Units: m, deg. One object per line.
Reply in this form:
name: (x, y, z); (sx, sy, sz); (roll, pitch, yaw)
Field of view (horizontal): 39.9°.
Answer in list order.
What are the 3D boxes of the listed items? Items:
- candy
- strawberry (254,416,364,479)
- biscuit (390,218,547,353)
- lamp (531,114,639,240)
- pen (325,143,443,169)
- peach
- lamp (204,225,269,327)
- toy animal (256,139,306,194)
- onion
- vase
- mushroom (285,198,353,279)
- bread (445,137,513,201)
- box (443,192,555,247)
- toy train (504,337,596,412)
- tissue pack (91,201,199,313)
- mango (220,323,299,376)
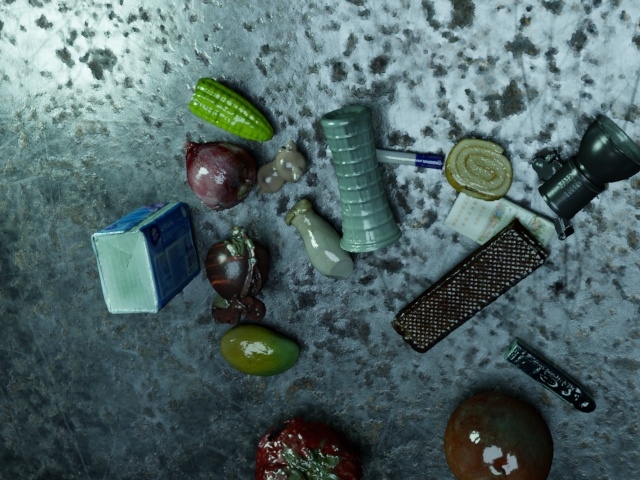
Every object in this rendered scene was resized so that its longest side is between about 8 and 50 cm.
candy: (-0.198, -0.287, 1.995); (0.209, 0.097, 0.097); (30, 111, -2)
strawberry: (-0.037, 0.574, 2.160); (0.274, 0.220, 0.274); (-1, 66, 2)
biscuit: (0.326, 0.109, 1.972); (0.107, 0.073, 0.388); (46, 117, -2)
lamp: (0.541, -0.137, 1.842); (0.172, 0.147, 0.227); (50, 119, 10)
pen: (0.141, -0.187, 1.970); (0.269, 0.033, 0.033); (7, 108, 12)
peach: (0.404, 0.468, 1.998); (0.252, 0.252, 0.252); (4, 107, 13)
lamp: (-0.205, 0.083, 2.072); (0.151, 0.215, 0.223); (17, 77, -24)
toy animal: (-0.090, -0.156, 2.011); (0.150, 0.089, 0.083); (-38, 98, 30)
onion: (-0.242, -0.165, 2.016); (0.195, 0.159, 0.159); (40, 112, 17)
vase: (0.081, -0.136, 1.921); (0.143, 0.143, 0.299); (-7, 112, 16)
mushroom: (-0.001, 0.001, 2.027); (0.088, 0.097, 0.212); (-32, 87, -6)
bread: (0.343, -0.154, 1.892); (0.149, 0.073, 0.122); (20, 86, 6)
box: (0.396, -0.036, 1.952); (0.220, 0.032, 0.122); (27, 111, 5)
toy train: (0.529, 0.313, 2.016); (0.234, 0.051, 0.052); (34, 112, -2)
tissue pack: (-0.400, 0.037, 2.048); (0.146, 0.263, 0.198); (-4, 106, 16)
mango: (-0.147, 0.269, 2.154); (0.194, 0.092, 0.130); (0, 105, 5)
